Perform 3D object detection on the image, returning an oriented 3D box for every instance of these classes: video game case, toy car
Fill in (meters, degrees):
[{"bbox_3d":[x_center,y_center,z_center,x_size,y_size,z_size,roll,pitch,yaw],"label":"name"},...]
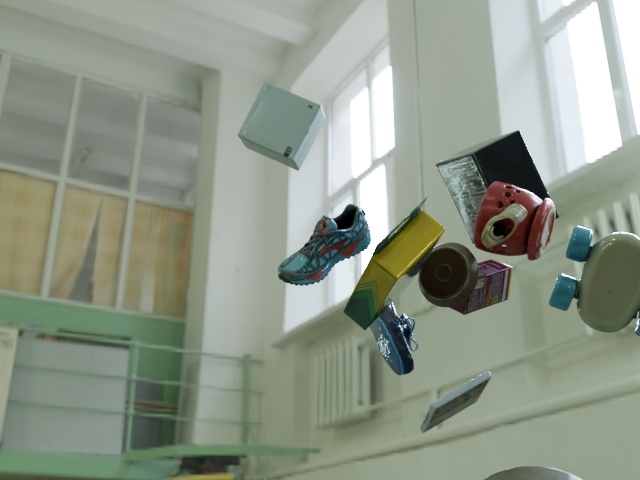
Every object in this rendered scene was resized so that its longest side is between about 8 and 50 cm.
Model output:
[{"bbox_3d":[0.380,0.458,2.214,0.201,0.023,0.183,-24,-29,-20],"label":"video game case"},{"bbox_3d":[0.624,0.090,1.685,0.219,0.210,0.238,18,2,16],"label":"toy car"}]

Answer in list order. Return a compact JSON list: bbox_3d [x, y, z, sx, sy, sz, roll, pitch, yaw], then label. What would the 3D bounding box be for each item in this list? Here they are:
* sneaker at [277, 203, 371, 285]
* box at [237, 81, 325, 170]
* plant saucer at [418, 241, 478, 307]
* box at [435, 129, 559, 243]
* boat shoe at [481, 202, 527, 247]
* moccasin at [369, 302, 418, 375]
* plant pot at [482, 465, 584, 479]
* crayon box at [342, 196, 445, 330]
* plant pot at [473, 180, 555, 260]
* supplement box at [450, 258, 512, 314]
[{"bbox_3d":[0.000,0.000,1.784,0.104,0.262,0.125,29,-39,40],"label":"sneaker"},{"bbox_3d":[-0.108,-0.323,2.223,0.182,0.181,0.119,26,-7,11],"label":"box"},{"bbox_3d":[0.316,0.084,1.981,0.168,0.168,0.029,-16,-22,32],"label":"plant saucer"},{"bbox_3d":[0.538,-0.158,2.408,0.183,0.294,0.296,-28,6,-12],"label":"box"},{"bbox_3d":[0.434,-0.027,1.905,0.063,0.059,0.170,41,-35,8],"label":"boat shoe"},{"bbox_3d":[0.222,0.255,2.341,0.117,0.342,0.137,-9,-49,-13],"label":"moccasin"},{"bbox_3d":[0.411,0.648,1.497,0.323,0.323,0.280,-12,18,25],"label":"plant pot"},{"bbox_3d":[0.179,0.062,1.873,0.083,0.203,0.323,40,-32,13],"label":"crayon box"},{"bbox_3d":[0.518,-0.048,2.068,0.174,0.191,0.191,15,-17,25],"label":"plant pot"},{"bbox_3d":[0.440,0.127,2.182,0.188,0.104,0.081,-13,24,-36],"label":"supplement box"}]
